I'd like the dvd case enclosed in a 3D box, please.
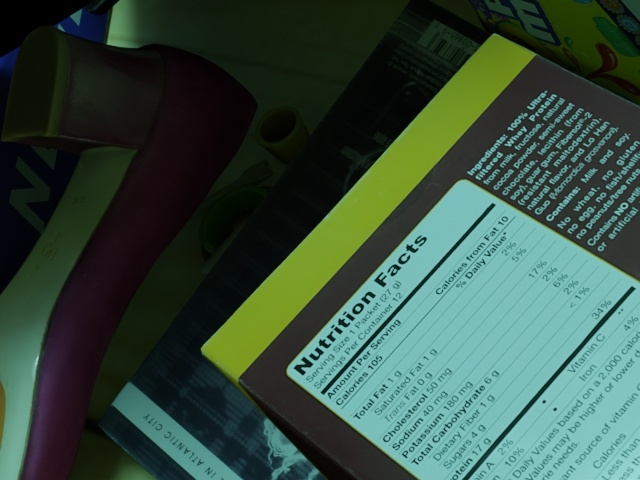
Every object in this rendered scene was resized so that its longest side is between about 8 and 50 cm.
[{"bbox_3d":[0.030,0.027,0.674,0.164,0.018,0.221,35,87,37],"label":"dvd case"}]

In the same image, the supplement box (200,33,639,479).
[{"bbox_3d":[0.105,0.075,0.505,0.129,0.191,0.194,-47,47,-8],"label":"supplement box"}]

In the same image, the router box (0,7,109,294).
[{"bbox_3d":[-0.262,-0.073,0.917,0.301,0.082,0.335,-13,51,23],"label":"router box"}]

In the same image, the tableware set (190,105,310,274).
[{"bbox_3d":[0.000,0.000,0.743,0.104,0.024,0.154,-33,46,5],"label":"tableware set"}]

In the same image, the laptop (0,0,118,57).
[{"bbox_3d":[-0.088,-0.249,0.676,0.382,0.236,0.408,-35,61,41],"label":"laptop"}]

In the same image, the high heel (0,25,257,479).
[{"bbox_3d":[-0.092,0.035,0.751,0.082,0.117,0.244,-3,78,49],"label":"high heel"}]

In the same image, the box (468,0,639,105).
[{"bbox_3d":[0.227,-0.172,0.630,0.279,0.177,0.290,25,72,41],"label":"box"}]
